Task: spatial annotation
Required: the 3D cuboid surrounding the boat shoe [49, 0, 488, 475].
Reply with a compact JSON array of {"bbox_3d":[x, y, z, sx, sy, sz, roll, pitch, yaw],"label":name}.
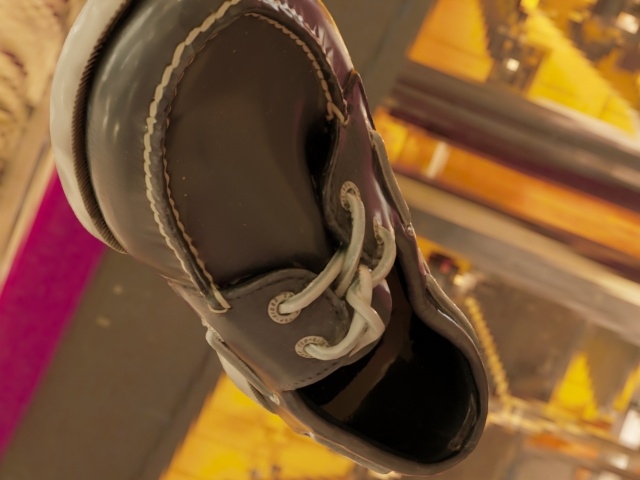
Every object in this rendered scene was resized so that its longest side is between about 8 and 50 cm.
[{"bbox_3d":[0.000,0.000,0.691,0.116,0.099,0.319,-49,-27,-13],"label":"boat shoe"}]
